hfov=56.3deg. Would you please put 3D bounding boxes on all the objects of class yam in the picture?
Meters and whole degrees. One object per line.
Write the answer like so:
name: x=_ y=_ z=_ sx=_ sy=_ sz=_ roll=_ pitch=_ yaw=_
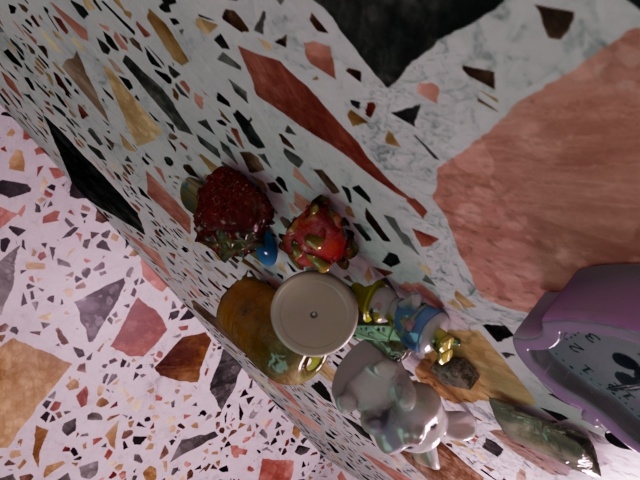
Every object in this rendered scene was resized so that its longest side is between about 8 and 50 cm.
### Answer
yam: x=0.131 y=0.205 z=1.373 sx=0.179 sy=0.078 sz=0.078 roll=34 pitch=157 yaw=20

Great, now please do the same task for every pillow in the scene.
pillow: x=0.460 y=0.404 z=1.236 sx=0.230 sy=0.050 sz=0.148 roll=18 pitch=144 yaw=50

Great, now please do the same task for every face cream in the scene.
face cream: x=-0.230 y=-0.046 z=1.511 sx=0.285 sy=0.067 sz=0.139 roll=35 pitch=158 yaw=18

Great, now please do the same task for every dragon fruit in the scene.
dragon fruit: x=0.000 y=0.000 z=1.156 sx=0.208 sy=0.133 sz=0.150 roll=41 pitch=-169 yaw=-46

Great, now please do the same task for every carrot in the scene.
carrot: x=-0.136 y=0.257 z=1.715 sx=0.341 sy=0.224 sz=0.224 roll=30 pitch=156 yaw=34

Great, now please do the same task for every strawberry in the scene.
strawberry: x=-0.191 y=-0.067 z=1.300 sx=0.187 sy=0.184 sz=0.201 roll=25 pitch=-135 yaw=-56

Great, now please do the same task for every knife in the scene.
knife: x=0.164 y=0.202 z=1.293 sx=0.293 sy=0.020 sz=0.043 roll=-2 pitch=100 yaw=35

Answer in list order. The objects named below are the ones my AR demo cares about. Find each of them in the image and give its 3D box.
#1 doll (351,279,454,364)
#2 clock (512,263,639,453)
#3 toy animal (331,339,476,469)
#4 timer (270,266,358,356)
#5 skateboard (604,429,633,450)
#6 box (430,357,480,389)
doll: x=0.162 y=0.152 z=1.194 sx=0.241 sy=0.098 sz=0.135 roll=25 pitch=173 yaw=31
clock: x=0.435 y=0.176 z=0.784 sx=0.339 sy=0.102 sz=0.338 roll=35 pitch=158 yaw=16
toy animal: x=0.208 y=0.406 z=1.474 sx=0.367 sy=0.196 sz=0.241 roll=44 pitch=-164 yaw=0
timer: x=-0.005 y=0.133 z=1.311 sx=0.175 sy=0.175 sz=0.266 roll=42 pitch=-173 yaw=-2
skateboard: x=0.531 y=0.336 z=0.948 sx=0.151 sy=0.080 sz=0.067 roll=17 pitch=141 yaw=43
box: x=0.291 y=0.286 z=1.298 sx=0.062 sy=0.045 sz=0.098 roll=47 pitch=159 yaw=-11
